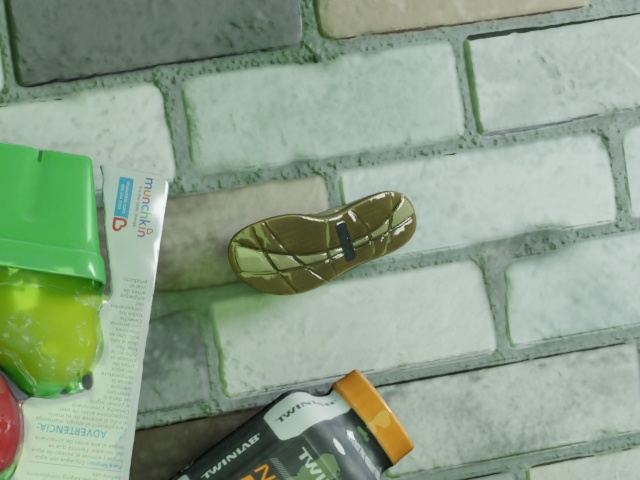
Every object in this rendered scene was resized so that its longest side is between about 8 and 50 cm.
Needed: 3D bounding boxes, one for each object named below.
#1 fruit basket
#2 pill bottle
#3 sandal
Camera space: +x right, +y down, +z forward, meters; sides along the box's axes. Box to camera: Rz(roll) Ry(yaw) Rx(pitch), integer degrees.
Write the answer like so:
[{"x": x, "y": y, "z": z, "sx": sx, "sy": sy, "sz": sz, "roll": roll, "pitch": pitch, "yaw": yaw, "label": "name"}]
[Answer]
[{"x": -0.304, "y": 0.093, "z": 1.245, "sx": 0.327, "sy": 0.165, "sz": 0.353, "roll": 8, "pitch": 84, "yaw": -10, "label": "fruit basket"}, {"x": -0.039, "y": 0.217, "z": 1.332, "sx": 0.245, "sy": 0.130, "sz": 0.130, "roll": -37, "pitch": 98, "yaw": -6, "label": "pill bottle"}, {"x": 0.000, "y": 0.000, "z": 1.373, "sx": 0.180, "sy": 0.049, "sz": 0.072, "roll": -18, "pitch": 102, "yaw": -23, "label": "sandal"}]
